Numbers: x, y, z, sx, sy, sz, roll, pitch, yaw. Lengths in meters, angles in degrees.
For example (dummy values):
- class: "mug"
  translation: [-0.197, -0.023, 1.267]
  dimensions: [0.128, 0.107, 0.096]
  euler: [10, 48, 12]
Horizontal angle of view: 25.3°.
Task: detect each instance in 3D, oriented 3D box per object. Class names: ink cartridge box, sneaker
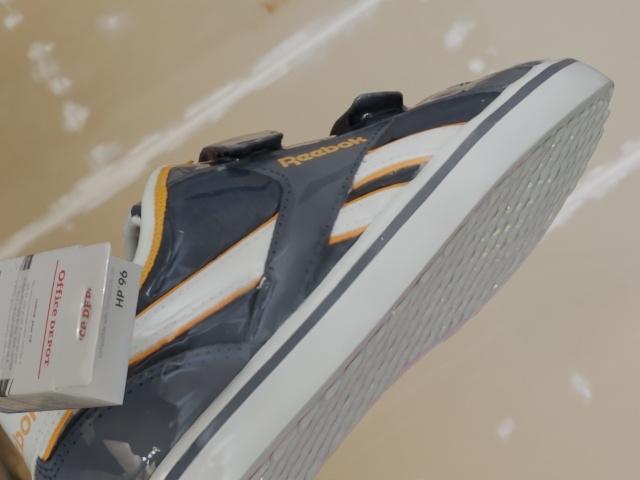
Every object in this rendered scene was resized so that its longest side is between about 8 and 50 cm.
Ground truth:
- class: "ink cartridge box"
  translation: [-0.087, 0.030, 0.468]
  dimensions: [0.028, 0.083, 0.048]
  euler: [20, -111, -42]
- class: "sneaker"
  translation: [0.000, 0.000, 0.608]
  dimensions: [0.127, 0.321, 0.126]
  euler: [34, 144, 21]
